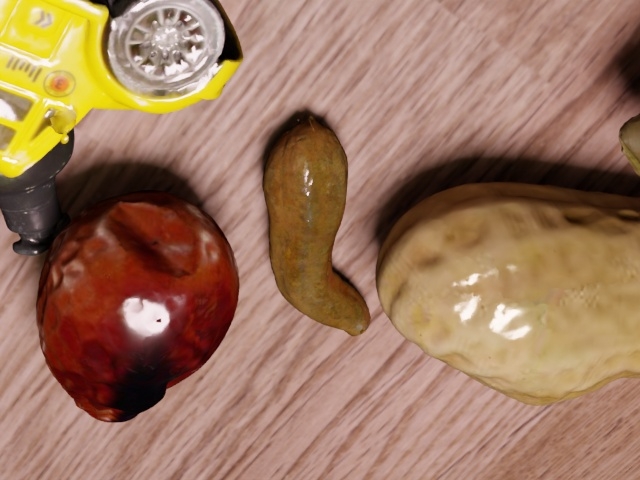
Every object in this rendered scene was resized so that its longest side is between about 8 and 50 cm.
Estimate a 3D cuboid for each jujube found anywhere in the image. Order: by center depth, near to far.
[{"bbox_3d":[-0.155,0.065,0.879,0.168,0.168,0.236,8,138,-13],"label":"jujube"}]

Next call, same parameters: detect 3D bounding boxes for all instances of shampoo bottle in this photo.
[{"bbox_3d":[-0.242,-0.113,0.781,0.101,0.101,0.284,-10,122,-2],"label":"shampoo bottle"}]

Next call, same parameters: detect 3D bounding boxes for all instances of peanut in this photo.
[{"bbox_3d":[0.235,0.054,0.914,0.387,0.169,0.192,7,107,-14],"label":"peanut"}]

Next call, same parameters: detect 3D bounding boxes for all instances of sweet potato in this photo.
[{"bbox_3d":[-0.006,0.003,0.915,0.081,0.062,0.233,-12,126,-3],"label":"sweet potato"}]

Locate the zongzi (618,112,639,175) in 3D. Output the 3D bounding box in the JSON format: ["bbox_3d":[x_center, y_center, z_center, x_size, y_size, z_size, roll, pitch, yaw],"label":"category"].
[{"bbox_3d":[0.456,-0.037,0.830,0.323,0.160,0.360,-37,100,-7],"label":"zongzi"}]

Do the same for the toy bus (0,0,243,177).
[{"bbox_3d":[-0.205,-0.135,0.520,0.330,0.144,0.152,18,119,-35],"label":"toy bus"}]
